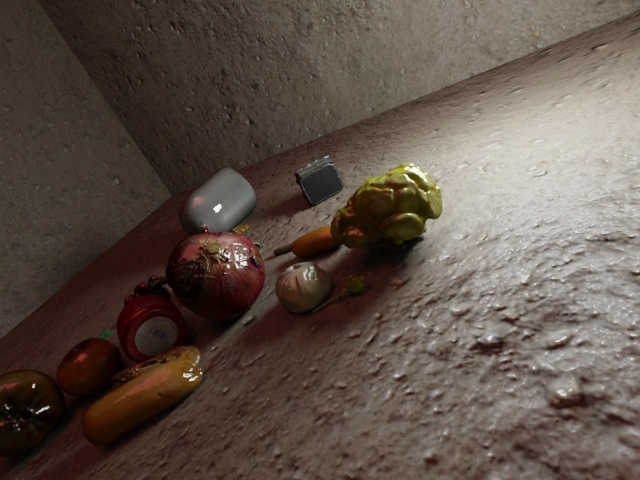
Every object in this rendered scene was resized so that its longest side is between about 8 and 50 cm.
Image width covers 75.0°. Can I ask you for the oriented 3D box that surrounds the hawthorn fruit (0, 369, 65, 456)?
[{"bbox_3d":[-1.033,0.571,1.420,0.300,0.268,0.268,-4,34,46],"label":"hawthorn fruit"}]

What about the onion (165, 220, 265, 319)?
[{"bbox_3d":[-0.371,0.108,1.500,0.353,0.354,0.354,-23,25,12],"label":"onion"}]

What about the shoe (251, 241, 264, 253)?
[{"bbox_3d":[-0.334,0.086,1.784,0.098,0.103,0.275,-13,27,28],"label":"shoe"}]

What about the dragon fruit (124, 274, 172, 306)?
[{"bbox_3d":[-0.675,0.258,1.630,0.198,0.273,0.218,-9,28,-13],"label":"dragon fruit"}]

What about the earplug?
[{"bbox_3d":[-0.591,-0.173,2.333,0.312,0.313,0.394,-3,38,44],"label":"earplug"}]

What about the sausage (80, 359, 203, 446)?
[{"bbox_3d":[-0.519,0.461,1.232,0.353,0.116,0.134,-31,45,-9],"label":"sausage"}]

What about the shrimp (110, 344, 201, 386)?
[{"bbox_3d":[-0.535,0.413,1.360,0.293,0.062,0.154,-11,29,-7],"label":"shrimp"}]

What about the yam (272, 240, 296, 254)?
[{"bbox_3d":[-0.134,0.029,1.767,0.145,0.032,0.032,-20,26,17],"label":"yam"}]

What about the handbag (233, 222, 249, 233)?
[{"bbox_3d":[-0.432,-0.065,2.274,0.083,0.027,0.061,-34,23,-14],"label":"handbag"}]

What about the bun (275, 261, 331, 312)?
[{"bbox_3d":[-0.057,0.135,1.362,0.193,0.128,0.178,-41,26,-30],"label":"bun"}]

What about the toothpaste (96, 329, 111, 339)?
[{"bbox_3d":[-0.998,0.442,1.903,0.083,0.020,0.017,-40,23,-24],"label":"toothpaste"}]

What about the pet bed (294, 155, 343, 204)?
[{"bbox_3d":[-0.013,-0.305,2.102,0.210,0.183,0.159,-29,26,-2],"label":"pet bed"}]

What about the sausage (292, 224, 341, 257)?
[{"bbox_3d":[0.000,0.000,1.609,0.238,0.098,0.098,-21,25,22],"label":"sausage"}]

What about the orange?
[{"bbox_3d":[-0.853,0.458,1.531,0.223,0.170,0.224,-19,24,9],"label":"orange"}]

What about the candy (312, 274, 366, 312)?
[{"bbox_3d":[0.054,0.168,1.285,0.193,0.062,0.058,-34,68,9],"label":"candy"}]

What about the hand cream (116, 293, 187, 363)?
[{"bbox_3d":[-0.596,0.314,1.478,0.230,0.230,0.149,-40,28,-23],"label":"hand cream"}]

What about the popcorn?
[{"bbox_3d":[0.213,-0.109,1.345,0.334,0.292,0.294,-47,44,45],"label":"popcorn"}]
